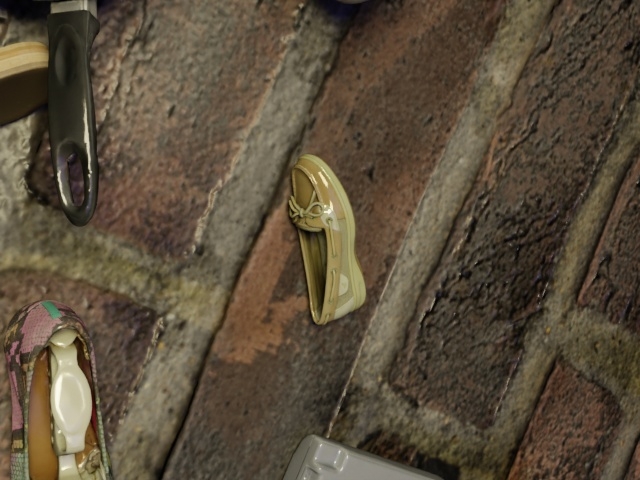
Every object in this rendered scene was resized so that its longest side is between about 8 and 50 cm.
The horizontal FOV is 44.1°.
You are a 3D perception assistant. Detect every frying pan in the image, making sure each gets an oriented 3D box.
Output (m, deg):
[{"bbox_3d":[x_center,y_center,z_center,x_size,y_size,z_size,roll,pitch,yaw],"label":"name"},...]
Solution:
[{"bbox_3d":[-0.144,-0.196,0.514,0.197,0.053,0.326,-27,91,8],"label":"frying pan"}]

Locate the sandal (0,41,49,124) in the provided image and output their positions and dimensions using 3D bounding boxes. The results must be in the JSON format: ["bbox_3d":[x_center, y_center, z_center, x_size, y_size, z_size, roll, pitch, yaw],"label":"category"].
[{"bbox_3d":[-0.297,-0.098,0.517,0.240,0.088,0.079,-27,78,-31],"label":"sandal"}]

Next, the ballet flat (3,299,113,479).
[{"bbox_3d":[-0.192,0.155,0.593,0.077,0.079,0.221,-9,101,-29],"label":"ballet flat"}]

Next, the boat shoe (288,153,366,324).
[{"bbox_3d":[-0.001,0.000,0.698,0.048,0.056,0.152,-26,116,-29],"label":"boat shoe"}]

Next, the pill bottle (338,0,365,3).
[{"bbox_3d":[-0.025,-0.314,0.589,0.264,0.146,0.146,35,79,-29],"label":"pill bottle"}]

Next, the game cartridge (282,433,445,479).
[{"bbox_3d":[0.013,0.348,0.753,0.196,0.060,0.294,26,83,-26],"label":"game cartridge"}]
